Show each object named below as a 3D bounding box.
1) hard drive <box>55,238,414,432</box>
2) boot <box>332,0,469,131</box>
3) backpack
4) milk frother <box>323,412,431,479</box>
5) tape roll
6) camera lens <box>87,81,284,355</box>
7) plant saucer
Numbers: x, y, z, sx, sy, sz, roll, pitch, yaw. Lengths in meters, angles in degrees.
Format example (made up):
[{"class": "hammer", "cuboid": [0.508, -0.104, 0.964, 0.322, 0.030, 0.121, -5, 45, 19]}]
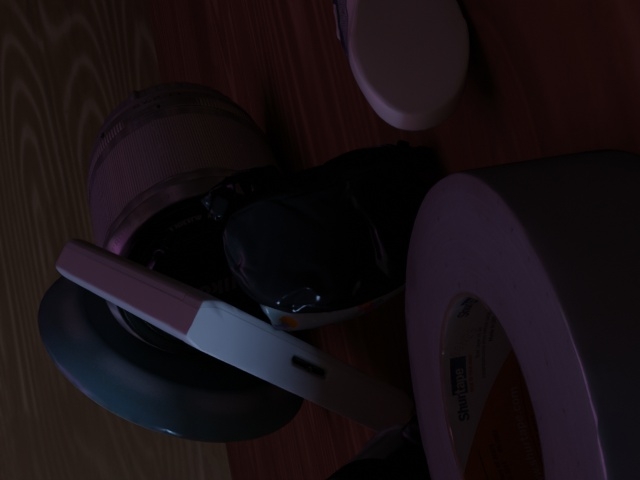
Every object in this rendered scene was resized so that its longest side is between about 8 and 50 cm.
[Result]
[{"class": "hard drive", "cuboid": [-0.085, 0.074, 0.892, 0.307, 0.203, 0.040, 16, 78, 59]}, {"class": "boot", "cuboid": [0.045, -0.120, 0.635, 0.086, 0.069, 0.190, 86, 177, -54]}, {"class": "backpack", "cuboid": [0.000, 0.000, 0.737, 0.182, 0.151, 0.115, -172, 72, -85]}, {"class": "milk frother", "cuboid": [0.073, 0.179, 0.648, 0.143, 0.129, 0.134, 50, -161, 10]}, {"class": "tape roll", "cuboid": [0.104, 0.073, 0.458, 0.219, 0.072, 0.219, 172, 90, -78]}, {"class": "camera lens", "cuboid": [-0.139, -0.027, 1.160, 0.274, 0.219, 0.220, -115, 20, -53]}, {"class": "plant saucer", "cuboid": [-0.157, 0.103, 1.202, 0.044, 0.317, 0.318, -65, 28, 27]}]
